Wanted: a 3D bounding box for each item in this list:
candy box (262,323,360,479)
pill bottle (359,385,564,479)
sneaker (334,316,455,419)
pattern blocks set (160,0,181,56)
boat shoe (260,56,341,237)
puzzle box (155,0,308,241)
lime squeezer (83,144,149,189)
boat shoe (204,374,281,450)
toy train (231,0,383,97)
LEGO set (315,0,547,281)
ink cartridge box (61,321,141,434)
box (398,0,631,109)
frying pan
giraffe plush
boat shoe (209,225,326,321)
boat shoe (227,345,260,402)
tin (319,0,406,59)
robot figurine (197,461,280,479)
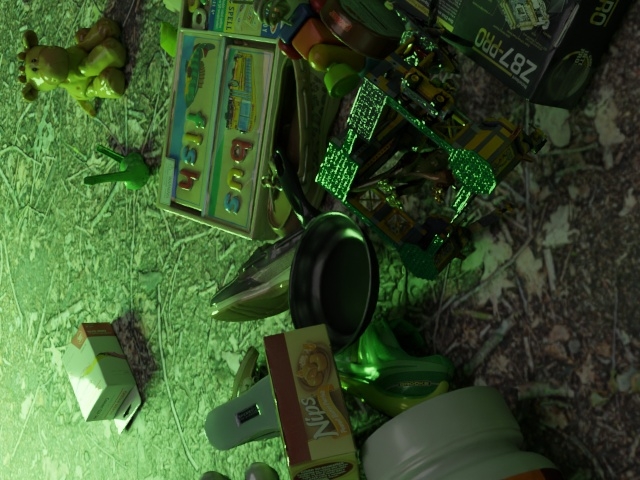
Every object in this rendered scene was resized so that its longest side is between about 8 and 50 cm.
[{"bbox_3d":[-0.003,0.273,1.358,0.316,0.087,0.183,84,173,-52],"label":"candy box"},{"bbox_3d":[0.203,0.376,1.157,0.224,0.224,0.392,-49,54,37],"label":"pill bottle"},{"bbox_3d":[0.081,0.162,1.426,0.295,0.109,0.123,24,80,51],"label":"sneaker"},{"bbox_3d":[-0.215,-0.458,1.834,0.325,0.026,0.285,51,124,33],"label":"pattern blocks set"},{"bbox_3d":[-0.044,-0.141,1.574,0.104,0.089,0.285,22,105,47],"label":"boat shoe"},{"bbox_3d":[-0.150,-0.223,1.711,0.272,0.052,0.409,17,103,44],"label":"puzzle box"},{"bbox_3d":[-0.377,-0.131,1.969,0.310,0.110,0.059,-116,20,-72],"label":"lime squeezer"},{"bbox_3d":[-0.063,0.249,1.585,0.258,0.084,0.095,-22,77,34],"label":"boat shoe"},{"bbox_3d":[0.001,-0.253,1.409,0.105,0.248,0.143,-47,59,38],"label":"toy train"},{"bbox_3d":[0.150,-0.127,1.282,0.255,0.192,0.331,37,150,17],"label":"LEGO set"},{"bbox_3d":[-0.425,0.269,2.025,0.115,0.067,0.198,-56,50,31],"label":"ink cartridge box"},{"bbox_3d":[0.224,-0.390,1.264,0.395,0.097,0.318,47,121,41],"label":"box"},{"bbox_3d":[-0.009,0.027,1.448,0.326,0.053,0.197,50,125,49],"label":"frying pan"},{"bbox_3d":[-0.504,-0.346,2.067,0.210,0.170,0.181,-35,63,43],"label":"giraffe plush"},{"bbox_3d":[-0.066,0.048,1.592,0.285,0.102,0.092,-30,61,41],"label":"boat shoe"},{"bbox_3d":[-0.119,0.244,1.685,0.056,0.048,0.153,-60,-12,-78],"label":"boat shoe"},{"bbox_3d":[0.076,-0.281,1.364,0.106,0.189,0.040,46,120,22],"label":"tin"},{"bbox_3d":[-0.092,0.503,1.500,0.299,0.200,0.354,-12,72,6],"label":"robot figurine"}]
